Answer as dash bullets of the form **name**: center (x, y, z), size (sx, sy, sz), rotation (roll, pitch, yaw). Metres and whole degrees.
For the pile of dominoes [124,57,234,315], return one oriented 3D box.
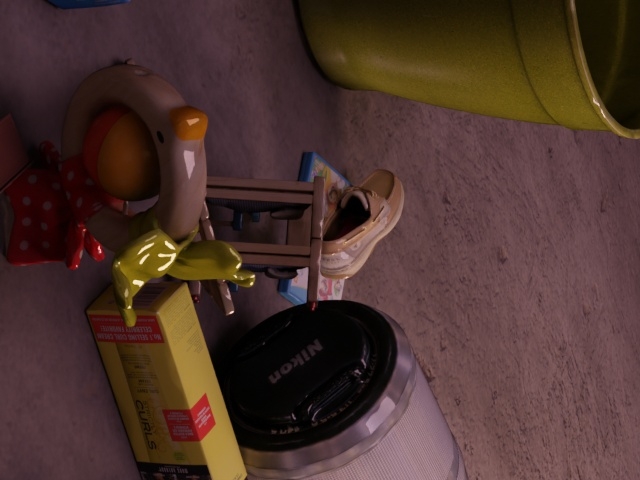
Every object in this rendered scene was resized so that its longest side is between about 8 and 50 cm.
- **pile of dominoes**: center (-0.117, -0.059, 1.756), size (0.251, 0.040, 0.196), rotation (-137, -148, -68)

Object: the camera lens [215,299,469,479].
- **camera lens**: center (0.023, 0.214, 1.985), size (0.274, 0.219, 0.219), rotation (64, 38, -38)

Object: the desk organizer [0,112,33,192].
- **desk organizer**: center (-0.295, -0.052, 1.589), size (0.130, 0.047, 0.050), rotation (-52, 131, -49)

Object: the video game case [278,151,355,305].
- **video game case**: center (0.000, 0.000, 2.159), size (0.119, 0.015, 0.166), rotation (39, 57, -55)

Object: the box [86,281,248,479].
- **box**: center (-0.142, 0.151, 1.827), size (0.058, 0.087, 0.232), rotation (-49, 132, -50)

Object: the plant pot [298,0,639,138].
- **plant pot**: center (0.177, -0.292, 2.135), size (0.366, 0.353, 0.366), rotation (-1, 91, -61)

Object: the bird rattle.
- **bird rattle**: center (-0.159, -0.048, 1.626), size (0.143, 0.253, 0.207), rotation (-6, 118, -36)

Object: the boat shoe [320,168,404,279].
- **boat shoe**: center (0.044, -0.030, 2.158), size (0.170, 0.063, 0.059), rotation (-60, 145, -41)

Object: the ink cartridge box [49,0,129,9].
- **ink cartridge box**: center (-0.236, -0.298, 1.664), size (0.191, 0.082, 0.139), rotation (29, 64, -59)

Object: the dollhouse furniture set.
- **dollhouse furniture set**: center (-0.063, 0.006, 1.972), size (0.183, 0.129, 0.129), rotation (101, -7, -84)
